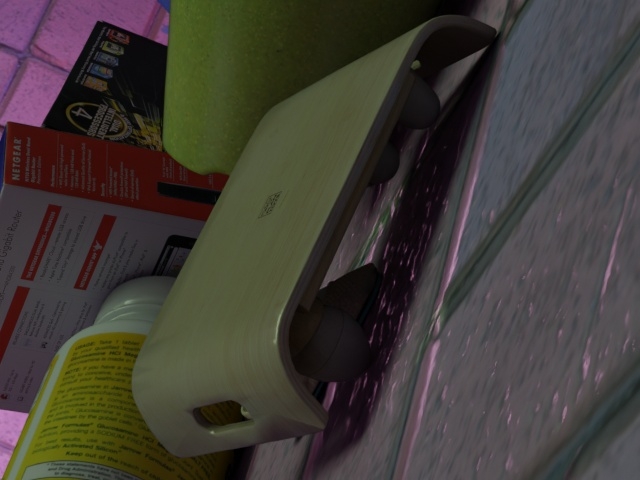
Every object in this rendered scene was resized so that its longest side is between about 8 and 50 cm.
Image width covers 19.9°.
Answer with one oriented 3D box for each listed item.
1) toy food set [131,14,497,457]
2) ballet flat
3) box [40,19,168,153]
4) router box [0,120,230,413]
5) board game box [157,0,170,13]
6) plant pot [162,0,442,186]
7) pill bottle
[{"bbox_3d":[0.000,0.000,1.252,0.220,0.092,0.306,-21,39,59],"label":"toy food set"},{"bbox_3d":[-0.012,0.078,1.308,0.057,0.052,0.168,-78,13,-57],"label":"ballet flat"},{"bbox_3d":[-0.224,-0.155,2.625,0.395,0.318,0.097,-78,12,-62],"label":"box"},{"bbox_3d":[-0.198,0.051,1.772,0.335,0.301,0.082,120,154,-44],"label":"router box"},{"bbox_3d":[-0.021,-0.322,1.725,0.291,0.141,0.232,-41,-7,-11],"label":"board game box"},{"bbox_3d":[-0.020,-0.178,1.485,0.276,0.276,0.254,-86,9,-70],"label":"plant pot"},{"bbox_3d":[-0.170,0.192,1.601,0.334,0.188,0.188,-74,9,-47],"label":"pill bottle"}]
